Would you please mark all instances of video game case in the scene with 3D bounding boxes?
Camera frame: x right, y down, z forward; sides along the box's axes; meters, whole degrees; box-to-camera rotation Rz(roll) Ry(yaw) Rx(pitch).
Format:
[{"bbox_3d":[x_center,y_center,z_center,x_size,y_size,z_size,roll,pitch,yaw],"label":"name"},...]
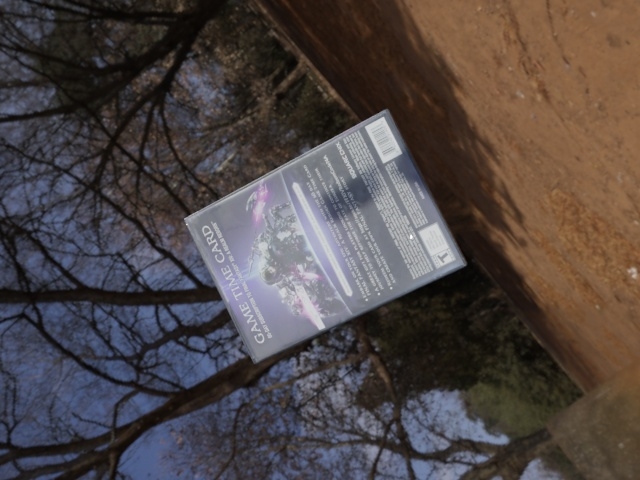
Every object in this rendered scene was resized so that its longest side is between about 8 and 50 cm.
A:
[{"bbox_3d":[0.000,0.000,0.658,0.196,0.274,0.026,64,-168,2],"label":"video game case"}]
